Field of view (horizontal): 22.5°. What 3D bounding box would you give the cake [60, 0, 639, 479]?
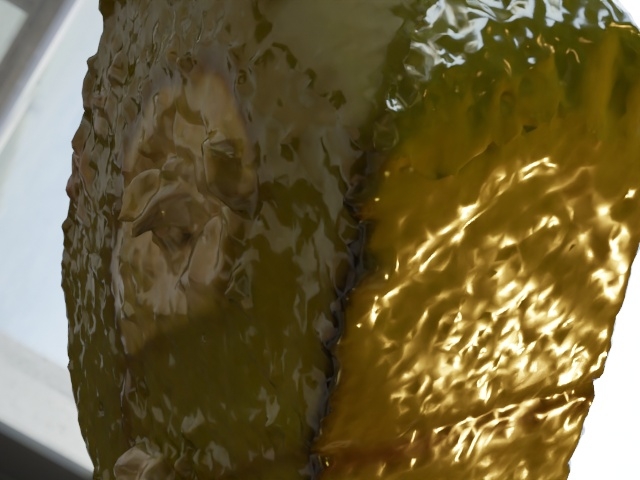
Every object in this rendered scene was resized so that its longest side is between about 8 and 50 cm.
[{"bbox_3d":[0.000,0.000,0.548,0.179,0.156,0.260,41,-49,39],"label":"cake"}]
